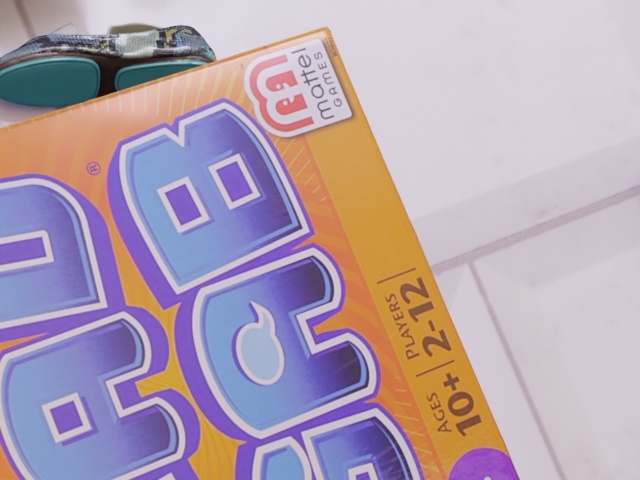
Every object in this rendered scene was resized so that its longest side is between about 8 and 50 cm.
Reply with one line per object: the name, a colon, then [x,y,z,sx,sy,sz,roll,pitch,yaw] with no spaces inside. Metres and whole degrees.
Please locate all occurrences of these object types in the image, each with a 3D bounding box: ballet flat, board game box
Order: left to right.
ballet flat: [-0.178,-0.145,1.265,0.188,0.070,0.070,-2,77,-22]
board game box: [-0.135,0.126,1.041,0.356,0.356,0.356,-20,84,-23]
